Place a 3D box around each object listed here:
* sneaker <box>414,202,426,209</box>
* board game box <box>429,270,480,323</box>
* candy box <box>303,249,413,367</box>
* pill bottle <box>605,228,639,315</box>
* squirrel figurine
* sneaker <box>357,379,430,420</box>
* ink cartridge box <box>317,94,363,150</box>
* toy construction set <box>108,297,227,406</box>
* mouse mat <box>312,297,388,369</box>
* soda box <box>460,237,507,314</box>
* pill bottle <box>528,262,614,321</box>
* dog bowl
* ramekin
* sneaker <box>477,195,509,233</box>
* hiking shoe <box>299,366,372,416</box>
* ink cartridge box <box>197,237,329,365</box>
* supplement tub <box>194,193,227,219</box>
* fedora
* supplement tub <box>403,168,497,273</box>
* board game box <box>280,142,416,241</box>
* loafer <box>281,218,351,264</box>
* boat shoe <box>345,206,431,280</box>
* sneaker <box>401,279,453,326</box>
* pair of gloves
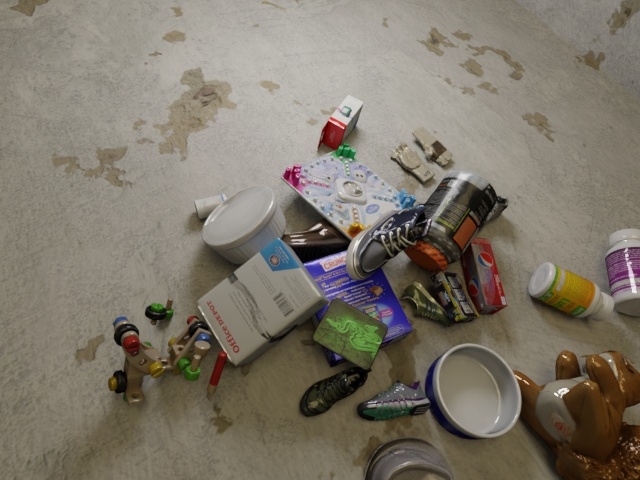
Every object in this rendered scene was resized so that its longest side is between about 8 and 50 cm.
[{"bbox_3d":[0.447,-0.129,1.613,0.188,0.067,0.078,-10,42,-14],"label":"sneaker"},{"bbox_3d":[0.453,0.191,1.394,0.141,0.048,0.171,11,51,-47],"label":"board game box"},{"bbox_3d":[0.097,0.199,1.318,0.267,0.122,0.317,-16,66,-17],"label":"candy box"},{"bbox_3d":[1.171,0.113,1.544,0.169,0.169,0.302,15,59,-2],"label":"pill bottle"},{"bbox_3d":[0.836,0.522,1.234,0.370,0.281,0.398,-10,77,-27],"label":"squirrel figurine"},{"bbox_3d":[0.207,0.469,1.226,0.223,0.083,0.098,2,40,-15],"label":"sneaker"},{"bbox_3d":[0.080,-0.466,1.683,0.077,0.134,0.231,30,60,6],"label":"ink cartridge box"},{"bbox_3d":[-0.412,0.342,1.109,0.308,0.257,0.238,23,102,21],"label":"toy construction set"},{"bbox_3d":[0.088,0.268,1.206,0.189,0.007,0.153,28,62,6],"label":"mouse mat"},{"bbox_3d":[0.571,0.124,1.467,0.083,0.092,0.264,4,61,-10],"label":"soda box"},{"bbox_3d":[0.888,0.188,1.466,0.245,0.136,0.136,25,59,4],"label":"pill bottle"},{"bbox_3d":[0.457,0.456,1.251,0.264,0.104,0.265,4,60,-8],"label":"dog bowl"},{"bbox_3d":[-0.234,-0.044,1.329,0.272,0.127,0.273,-20,40,17],"label":"ramekin"},{"bbox_3d":[0.638,-0.112,1.590,0.228,0.132,0.086,-31,70,-25],"label":"sneaker"},{"bbox_3d":[0.041,0.421,1.185,0.226,0.114,0.086,-26,68,-23],"label":"hiking shoe"},{"bbox_3d":[-0.165,0.180,1.208,0.307,0.129,0.223,-38,71,1],"label":"ink cartridge box"},{"bbox_3d":[-0.377,-0.118,1.435,0.107,0.071,0.071,-16,65,-18],"label":"supplement tub"},{"bbox_3d":[0.254,0.650,1.090,0.275,0.124,0.244,2,61,-10],"label":"fedora"},{"bbox_3d":[0.449,-0.065,1.457,0.207,0.207,0.338,36,78,10],"label":"supplement tub"},{"bbox_3d":[0.117,-0.192,1.515,0.390,0.050,0.389,42,46,15],"label":"board game box"},{"bbox_3d":[0.000,0.000,1.419,0.365,0.134,0.130,-5,54,-25],"label":"loafer"},{"bbox_3d":[0.220,-0.004,1.284,0.340,0.158,0.127,-47,115,-39],"label":"boat shoe"},{"bbox_3d":[0.353,0.232,1.389,0.086,0.064,0.192,-40,79,-11],"label":"sneaker"},{"bbox_3d":[0.431,-0.363,1.747,0.204,0.042,0.240,43,64,10],"label":"pair of gloves"}]
